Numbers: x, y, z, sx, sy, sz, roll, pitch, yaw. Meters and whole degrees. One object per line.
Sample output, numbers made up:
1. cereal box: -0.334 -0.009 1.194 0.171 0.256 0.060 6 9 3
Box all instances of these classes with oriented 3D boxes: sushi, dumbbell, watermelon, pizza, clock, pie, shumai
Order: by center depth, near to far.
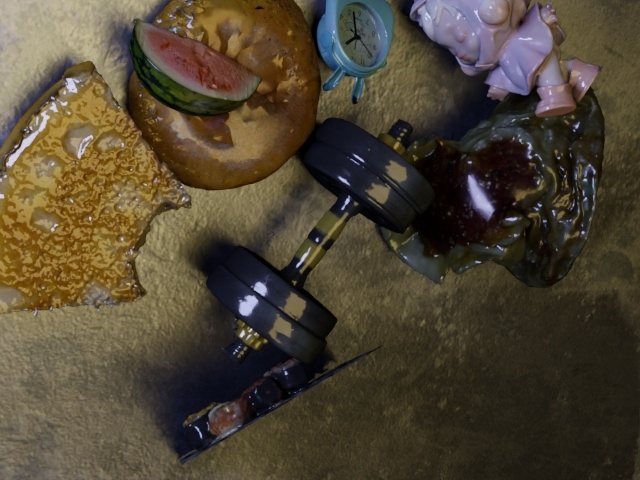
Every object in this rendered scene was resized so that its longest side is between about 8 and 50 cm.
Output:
1. watermelon: -0.152 -0.176 0.912 0.163 0.086 0.069 22 135 -25
2. pizza: -0.282 -0.036 0.937 0.223 0.089 0.323 25 97 -29
3. pie: -0.113 -0.190 0.988 0.274 0.069 0.273 -8 107 -26
4. clock: 0.041 -0.256 1.034 0.108 0.045 0.147 17 76 -36
5. dumbbell: 0.000 0.000 1.057 0.185 0.185 0.388 39 87 -35
6. sushi: -0.076 0.208 1.100 0.290 0.264 0.050 -28 83 -16
7. shumai: 0.243 -0.094 1.178 0.289 0.292 0.329 9 96 6

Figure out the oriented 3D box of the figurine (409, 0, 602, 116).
1. figurine: 0.246 -0.277 1.072 0.276 0.200 0.133 41 84 7
